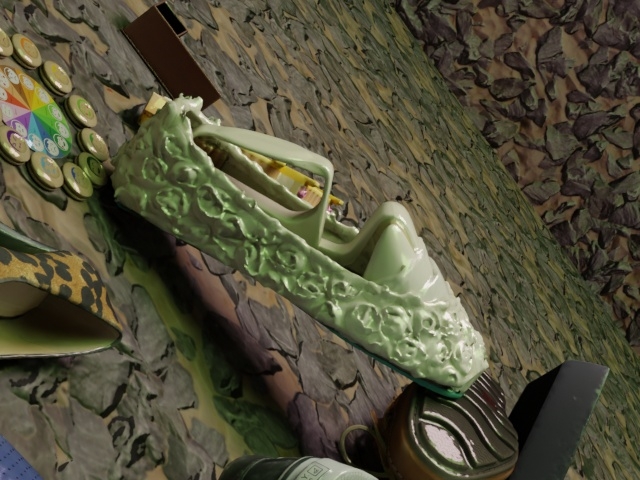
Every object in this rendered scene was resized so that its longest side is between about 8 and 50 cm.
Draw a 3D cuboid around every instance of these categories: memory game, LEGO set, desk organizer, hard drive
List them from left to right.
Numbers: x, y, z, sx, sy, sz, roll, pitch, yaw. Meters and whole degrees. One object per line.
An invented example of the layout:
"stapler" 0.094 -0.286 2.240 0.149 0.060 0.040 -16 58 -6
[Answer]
"memory game" -0.253 -0.118 0.990 0.186 0.012 0.186 47 23 -26
"desk organizer" -0.164 -0.207 1.277 0.130 0.050 0.047 54 20 -10
"LEGO set" -0.084 -0.045 1.206 0.287 0.107 0.132 30 -2 -44
"hard drive" 0.213 0.249 1.179 0.054 0.255 0.172 29 -19 2

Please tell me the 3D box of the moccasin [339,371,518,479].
"moccasin" 0.113 0.205 1.156 0.139 0.147 0.380 44 7 0

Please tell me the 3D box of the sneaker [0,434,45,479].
"sneaker" -0.084 0.227 0.617 0.315 0.182 0.127 57 18 -1

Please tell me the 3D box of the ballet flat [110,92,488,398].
"ballet flat" 0.000 0.000 1.022 0.409 0.147 0.147 30 24 -5

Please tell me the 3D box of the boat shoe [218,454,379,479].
"boat shoe" 0.035 0.255 0.935 0.121 0.119 0.335 -57 137 -20

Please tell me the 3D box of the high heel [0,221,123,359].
"high heel" -0.195 0.069 0.714 0.186 0.093 0.261 39 17 -28
